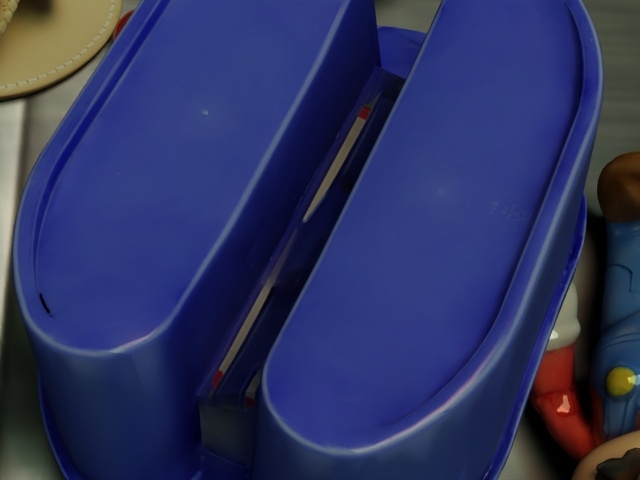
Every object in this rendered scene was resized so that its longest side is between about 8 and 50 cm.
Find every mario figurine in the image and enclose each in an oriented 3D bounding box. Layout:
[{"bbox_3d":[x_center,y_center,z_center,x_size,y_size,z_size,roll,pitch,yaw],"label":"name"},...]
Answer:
[{"bbox_3d":[0.192,0.084,0.648,0.170,0.198,0.321,43,50,-32],"label":"mario figurine"}]

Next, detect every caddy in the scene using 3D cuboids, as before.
[{"bbox_3d":[0.000,0.000,0.616,0.241,0.179,0.341,20,60,13],"label":"caddy"}]

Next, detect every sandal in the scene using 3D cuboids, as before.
[{"bbox_3d":[-0.201,-0.118,0.633,0.240,0.079,0.088,-18,77,-27],"label":"sandal"}]

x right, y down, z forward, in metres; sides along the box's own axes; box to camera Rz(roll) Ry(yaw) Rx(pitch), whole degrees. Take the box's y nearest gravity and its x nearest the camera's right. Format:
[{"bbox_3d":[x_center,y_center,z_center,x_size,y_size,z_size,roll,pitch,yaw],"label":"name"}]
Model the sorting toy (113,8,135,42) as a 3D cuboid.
[{"bbox_3d":[-0.074,-0.131,0.712,0.061,0.042,0.102,33,60,-7],"label":"sorting toy"}]
